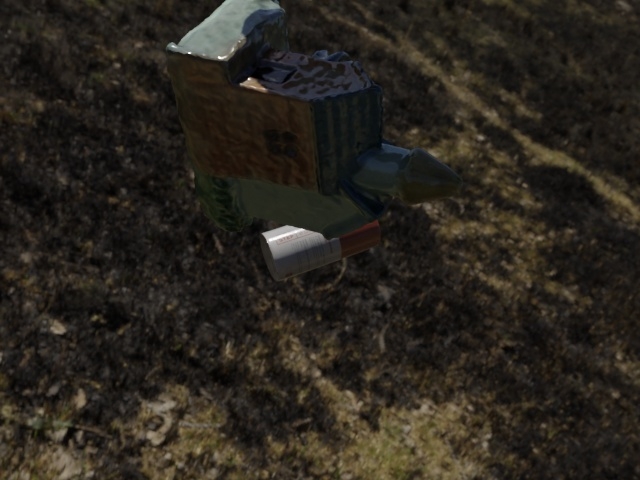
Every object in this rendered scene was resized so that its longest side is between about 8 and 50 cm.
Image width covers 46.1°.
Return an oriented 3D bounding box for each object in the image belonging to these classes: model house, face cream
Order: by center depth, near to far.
[{"bbox_3d":[0.023,-0.124,0.879,0.325,0.267,0.194,17,48,21],"label":"model house"},{"bbox_3d":[0.000,0.000,1.433,0.214,0.096,0.096,-19,45,-14],"label":"face cream"}]
